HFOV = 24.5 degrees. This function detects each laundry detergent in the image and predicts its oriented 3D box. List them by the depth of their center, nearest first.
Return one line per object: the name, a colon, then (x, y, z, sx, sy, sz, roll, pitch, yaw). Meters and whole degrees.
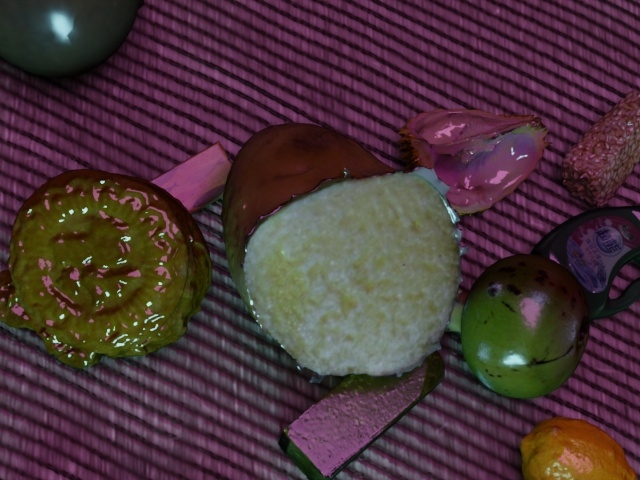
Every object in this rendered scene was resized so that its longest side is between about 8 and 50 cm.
laundry detergent: (0.388, 0.017, 1.928, 0.210, 0.063, 0.137, -26, 82, -18)

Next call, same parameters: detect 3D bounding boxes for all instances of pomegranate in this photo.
pomegranate: (0.236, 0.110, 1.831, 0.179, 0.210, 0.179, 11, 74, -41)

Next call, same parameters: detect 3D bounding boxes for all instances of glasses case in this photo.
glasses case: (-0.186, -0.056, 1.868, 0.170, 0.041, 0.065, -32, 91, -17)

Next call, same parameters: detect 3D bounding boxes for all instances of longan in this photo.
longan: (-0.340, -0.347, 1.835, 0.300, 0.243, 0.300, 22, 58, -40)

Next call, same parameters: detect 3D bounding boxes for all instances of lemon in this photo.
lemon: (0.316, 0.277, 1.806, 0.155, 0.114, 0.114, 23, 70, -6)

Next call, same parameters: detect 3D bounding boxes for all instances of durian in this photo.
durian: (0.188, -0.111, 1.900, 0.165, 0.132, 0.182, 47, 60, -5)

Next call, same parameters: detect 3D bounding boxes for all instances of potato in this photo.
potato: (0.000, 0.000, 1.787, 0.300, 0.237, 0.289, -7, 107, -24)

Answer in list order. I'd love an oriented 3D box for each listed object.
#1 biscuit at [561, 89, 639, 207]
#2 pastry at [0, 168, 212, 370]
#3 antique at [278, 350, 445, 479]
biscuit: (0.390, -0.124, 1.964, 0.070, 0.082, 0.168, 32, 69, 29)
pastry: (-0.254, 0.034, 1.772, 0.240, 0.132, 0.235, 33, 98, 5)
antique: (0.057, 0.200, 1.805, 0.221, 0.080, 0.081, -40, 81, -18)
